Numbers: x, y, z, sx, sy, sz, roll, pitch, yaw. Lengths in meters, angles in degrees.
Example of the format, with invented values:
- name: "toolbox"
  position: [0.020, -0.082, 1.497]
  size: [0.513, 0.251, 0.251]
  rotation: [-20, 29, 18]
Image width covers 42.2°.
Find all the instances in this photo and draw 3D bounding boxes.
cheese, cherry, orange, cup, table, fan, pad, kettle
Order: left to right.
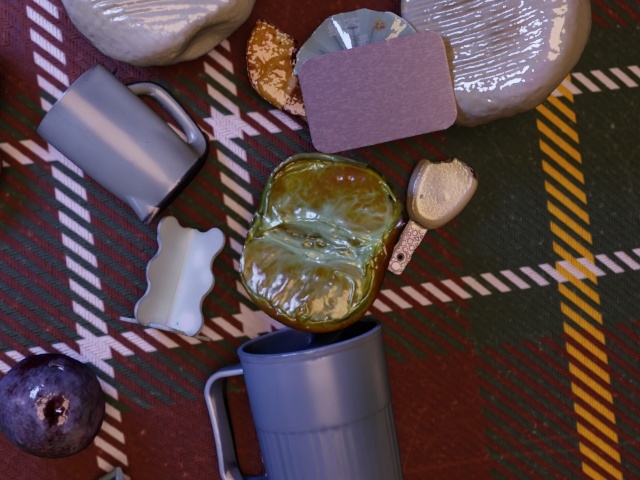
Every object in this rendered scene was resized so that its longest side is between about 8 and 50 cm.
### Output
- name: "cherry"
  position: [-0.463, 0.287, 1.434]
  size: [0.195, 0.195, 0.195]
  rotation: [0, 91, -10]
- name: "kettle"
  position: [-0.329, -0.186, 1.472]
  size: [0.255, 0.165, 0.240]
  rotation: [40, 56, -9]
- name: "table"
  position: [-0.251, 0.066, 1.488]
  size: [0.166, 0.166, 0.198]
  rotation: [15, 81, -10]
- name: "cup"
  position: [-0.024, 0.326, 1.477]
  size: [0.331, 0.257, 0.311]
  rotation: [-12, 94, -11]
- name: "orange"
  position: [-0.002, 0.003, 1.501]
  size: [0.262, 0.196, 0.335]
  rotation: [15, 79, -4]
- name: "fan"
  position: [0.062, -0.349, 1.491]
  size: [0.240, 0.009, 0.131]
  rotation: [-13, 83, 6]
- name: "pad"
  position: [0.100, -0.262, 1.478]
  size: [0.266, 0.002, 0.176]
  rotation: [-11, 99, 12]
- name: "cheese"
  position: [0.199, -0.051, 1.612]
  size: [0.127, 0.050, 0.255]
  rotation: [33, 85, -9]

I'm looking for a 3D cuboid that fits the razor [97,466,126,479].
- name: "razor"
  position: [-0.303, 0.525, 1.537]
  size: [0.111, 0.056, 0.278]
  rotation: [-37, 106, 30]

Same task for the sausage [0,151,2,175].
- name: "sausage"
  position: [-0.672, -0.101, 1.418]
  size: [0.258, 0.133, 0.133]
  rotation: [-18, 94, -12]

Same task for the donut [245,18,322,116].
- name: "donut"
  position: [-0.053, -0.304, 1.547]
  size: [0.217, 0.085, 0.141]
  rotation: [34, 86, -8]

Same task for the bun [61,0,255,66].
- name: "bun"
  position: [-0.279, -0.475, 1.432]
  size: [0.349, 0.227, 0.352]
  rotation: [-6, 95, -10]

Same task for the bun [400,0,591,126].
- name: "bun"
  position: [0.313, -0.380, 1.513]
  size: [0.361, 0.213, 0.361]
  rotation: [3, 96, 33]
